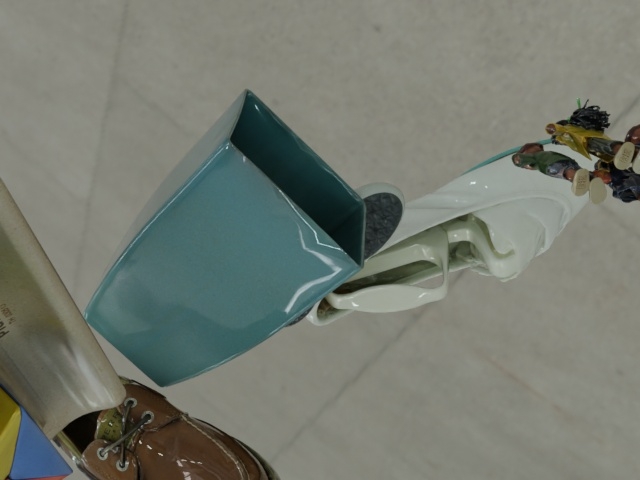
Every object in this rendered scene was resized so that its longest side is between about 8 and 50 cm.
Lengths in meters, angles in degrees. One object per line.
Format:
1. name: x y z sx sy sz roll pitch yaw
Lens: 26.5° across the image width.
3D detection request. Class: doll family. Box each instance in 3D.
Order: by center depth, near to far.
1. doll family: 0.249 -0.069 1.142 0.193 0.076 0.111 16 -170 -30

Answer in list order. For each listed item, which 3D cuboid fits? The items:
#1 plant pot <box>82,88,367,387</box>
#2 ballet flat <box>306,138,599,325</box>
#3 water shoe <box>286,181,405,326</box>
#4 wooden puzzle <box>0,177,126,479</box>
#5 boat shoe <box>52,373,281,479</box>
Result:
1. plant pot: -0.097 0.014 1.267 0.166 0.234 0.165 43 -162 -13
2. ballet flat: 0.148 0.004 1.517 0.139 0.400 0.139 162 90 -89
3. water shoe: 0.000 0.000 1.403 0.073 0.203 0.080 36 -159 -30
4. wooden puzzle: -0.265 0.140 0.704 0.080 0.348 0.322 45 165 25
5. boat shoe: -0.163 0.186 1.199 0.307 0.110 0.104 15 158 45
